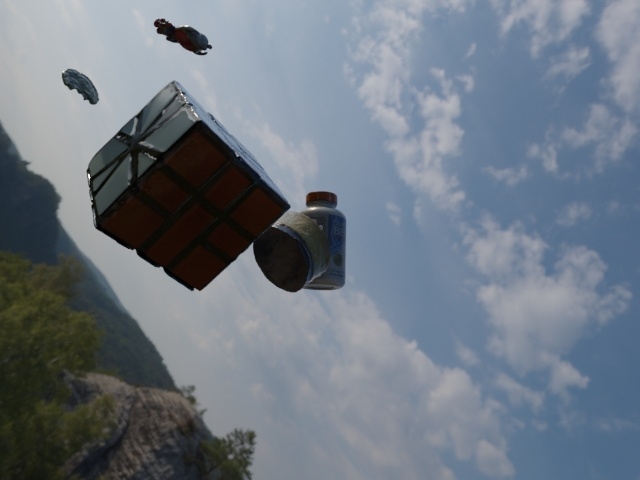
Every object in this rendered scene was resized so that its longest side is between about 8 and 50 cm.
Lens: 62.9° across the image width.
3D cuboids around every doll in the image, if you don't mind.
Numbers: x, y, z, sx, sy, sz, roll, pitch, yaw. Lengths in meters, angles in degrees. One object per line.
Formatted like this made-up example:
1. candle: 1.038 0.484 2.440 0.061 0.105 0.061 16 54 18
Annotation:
1. doll: -0.402 -0.600 1.544 0.195 0.062 0.104 25 -39 13

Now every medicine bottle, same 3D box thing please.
1. medicine bottle: 0.000 0.000 1.588 0.157 0.157 0.288 151 -56 -66

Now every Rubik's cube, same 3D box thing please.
1. Rubik's cube: -0.285 -0.115 1.102 0.283 0.293 0.288 46 2 -41

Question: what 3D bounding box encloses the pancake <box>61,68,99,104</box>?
1. pancake: -0.741 -0.480 1.625 0.129 0.023 0.116 45 23 -38

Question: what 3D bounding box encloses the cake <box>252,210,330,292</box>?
1. cake: -0.051 0.016 1.339 0.208 0.178 0.185 23 -54 36
